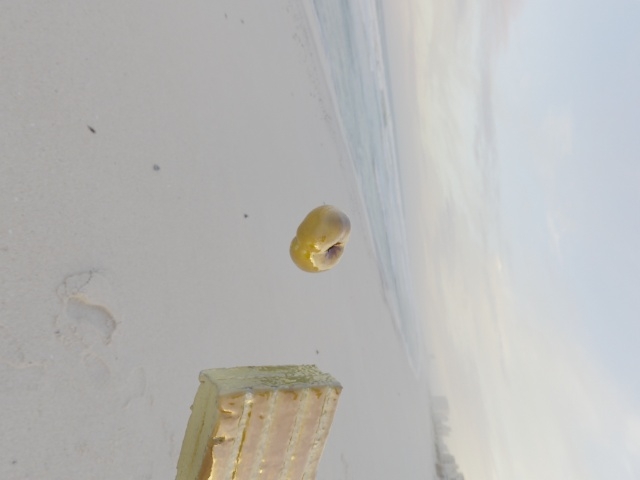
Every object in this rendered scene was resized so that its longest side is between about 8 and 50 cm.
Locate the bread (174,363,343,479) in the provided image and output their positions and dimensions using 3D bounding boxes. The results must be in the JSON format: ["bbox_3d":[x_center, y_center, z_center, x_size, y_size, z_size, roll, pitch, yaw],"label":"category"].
[{"bbox_3d":[-0.110,0.340,0.729,0.111,0.240,0.245,24,-78,55],"label":"bread"}]

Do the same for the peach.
[{"bbox_3d":[0.000,0.000,1.020,0.179,0.103,0.179,-44,154,-29],"label":"peach"}]
